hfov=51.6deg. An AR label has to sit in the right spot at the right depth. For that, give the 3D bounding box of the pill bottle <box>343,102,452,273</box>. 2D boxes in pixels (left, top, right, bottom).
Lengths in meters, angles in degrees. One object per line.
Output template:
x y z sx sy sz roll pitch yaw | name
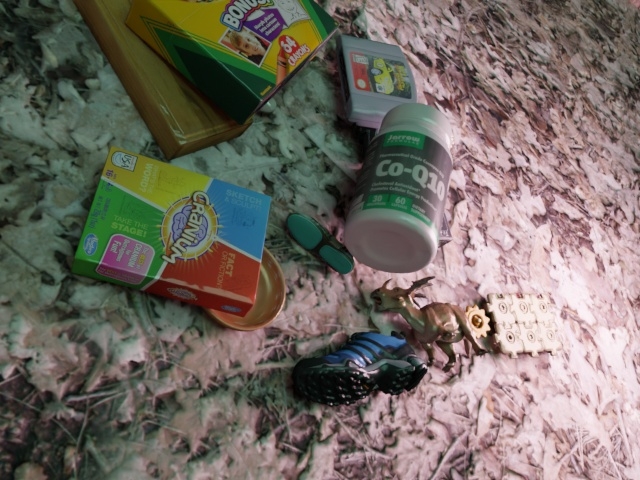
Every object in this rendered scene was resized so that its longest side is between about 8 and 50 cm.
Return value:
0.184 -0.124 1.478 0.204 0.204 0.361 32 52 -20 | pill bottle

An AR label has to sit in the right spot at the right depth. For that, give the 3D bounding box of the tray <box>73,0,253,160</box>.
-0.329 -0.384 1.387 0.202 0.076 0.411 -28 87 -42 | tray

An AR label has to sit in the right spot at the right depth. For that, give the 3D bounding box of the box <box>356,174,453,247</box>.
0.209 -0.077 1.646 0.230 0.056 0.183 2 65 -36 | box

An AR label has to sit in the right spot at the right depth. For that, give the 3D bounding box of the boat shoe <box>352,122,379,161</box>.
0.117 -0.286 1.677 0.076 0.080 0.229 15 60 -10 | boat shoe

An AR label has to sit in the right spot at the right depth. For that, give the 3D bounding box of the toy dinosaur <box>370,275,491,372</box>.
0.274 0.180 1.525 0.295 0.127 0.201 21 39 -38 | toy dinosaur

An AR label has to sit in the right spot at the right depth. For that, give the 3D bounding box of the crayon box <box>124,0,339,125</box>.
-0.172 -0.464 1.413 0.313 0.106 0.363 42 49 -8 | crayon box

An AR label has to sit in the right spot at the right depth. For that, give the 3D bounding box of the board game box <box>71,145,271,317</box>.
-0.261 -0.016 1.215 0.316 0.064 0.242 17 58 -18 | board game box

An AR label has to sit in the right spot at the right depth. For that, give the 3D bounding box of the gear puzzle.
0.489 0.222 1.719 0.338 0.044 0.176 4 67 -33 | gear puzzle

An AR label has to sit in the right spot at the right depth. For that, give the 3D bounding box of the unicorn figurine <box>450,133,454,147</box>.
0.320 -0.318 1.852 0.111 0.060 0.162 0 68 -37 | unicorn figurine

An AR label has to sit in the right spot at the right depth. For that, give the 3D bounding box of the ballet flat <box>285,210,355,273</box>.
0.000 0.000 1.454 0.188 0.070 0.070 45 48 -12 | ballet flat

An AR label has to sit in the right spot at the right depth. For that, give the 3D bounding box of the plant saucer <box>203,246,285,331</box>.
-0.161 0.084 1.295 0.199 0.037 0.200 18 57 -30 | plant saucer

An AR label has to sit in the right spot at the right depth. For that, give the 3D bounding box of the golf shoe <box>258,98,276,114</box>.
-0.163 -0.367 1.496 0.186 0.086 0.067 47 47 -10 | golf shoe

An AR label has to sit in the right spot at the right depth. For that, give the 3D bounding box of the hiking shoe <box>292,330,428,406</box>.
0.067 0.253 1.356 0.303 0.113 0.132 4 37 -31 | hiking shoe

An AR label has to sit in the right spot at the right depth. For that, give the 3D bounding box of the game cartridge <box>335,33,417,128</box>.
0.147 -0.406 1.697 0.195 0.060 0.295 8 54 -21 | game cartridge
